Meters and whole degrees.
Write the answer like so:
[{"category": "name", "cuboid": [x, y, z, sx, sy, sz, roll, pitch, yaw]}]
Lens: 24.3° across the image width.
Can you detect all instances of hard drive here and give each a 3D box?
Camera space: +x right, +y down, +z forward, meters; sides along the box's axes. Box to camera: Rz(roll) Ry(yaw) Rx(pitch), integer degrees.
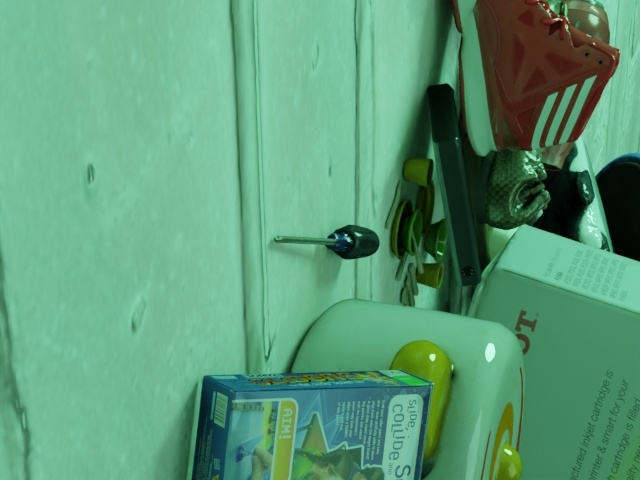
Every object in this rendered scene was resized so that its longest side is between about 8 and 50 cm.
[{"category": "hard drive", "cuboid": [0.107, -0.045, 1.184, 0.094, 0.022, 0.135, -88, 168, -57]}]

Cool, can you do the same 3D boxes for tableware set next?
[{"category": "tableware set", "cuboid": [0.085, -0.010, 1.204, 0.154, 0.024, 0.104, 73, 30, -54]}]

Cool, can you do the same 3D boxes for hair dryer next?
[{"category": "hair dryer", "cuboid": [0.287, -0.183, 1.683, 0.293, 0.080, 0.223, -63, 156, -45]}]

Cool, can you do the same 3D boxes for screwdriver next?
[{"category": "screwdriver", "cuboid": [0.000, 0.000, 0.954, 0.170, 0.025, 0.024, 3, 96, -64]}]

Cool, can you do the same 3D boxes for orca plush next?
[{"category": "orca plush", "cuboid": [0.291, 0.017, 1.749, 0.151, 0.102, 0.287, 24, 52, -72]}]

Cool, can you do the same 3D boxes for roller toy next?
[{"category": "roller toy", "cuboid": [0.062, 0.138, 0.990, 0.191, 0.146, 0.209, -48, 143, -62]}]

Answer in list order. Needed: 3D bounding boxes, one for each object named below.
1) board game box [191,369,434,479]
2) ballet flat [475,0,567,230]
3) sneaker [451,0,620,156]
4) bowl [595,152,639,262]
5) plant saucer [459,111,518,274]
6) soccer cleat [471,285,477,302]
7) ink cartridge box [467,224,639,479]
[{"category": "board game box", "cuboid": [-0.011, 0.174, 0.834, 0.136, 0.035, 0.201, 3, 99, -34]}, {"category": "ballet flat", "cuboid": [0.186, -0.114, 1.281, 0.084, 0.058, 0.250, 75, 28, -53]}, {"category": "sneaker", "cuboid": [0.173, -0.181, 1.184, 0.087, 0.128, 0.221, -46, 132, -69]}, {"category": "bowl", "cuboid": [0.375, 0.076, 1.838, 0.391, 0.077, 0.391, -168, -90, -78]}, {"category": "plant saucer", "cuboid": [0.173, -0.098, 1.421, 0.278, 0.041, 0.278, 8, 90, -73]}, {"category": "soccer cleat", "cuboid": [0.191, 0.046, 1.521, 0.068, 0.076, 0.196, -51, -169, 23]}, {"category": "ink cartridge box", "cuboid": [0.305, 0.181, 1.337, 0.160, 0.385, 0.279, -44, 151, -67]}]
